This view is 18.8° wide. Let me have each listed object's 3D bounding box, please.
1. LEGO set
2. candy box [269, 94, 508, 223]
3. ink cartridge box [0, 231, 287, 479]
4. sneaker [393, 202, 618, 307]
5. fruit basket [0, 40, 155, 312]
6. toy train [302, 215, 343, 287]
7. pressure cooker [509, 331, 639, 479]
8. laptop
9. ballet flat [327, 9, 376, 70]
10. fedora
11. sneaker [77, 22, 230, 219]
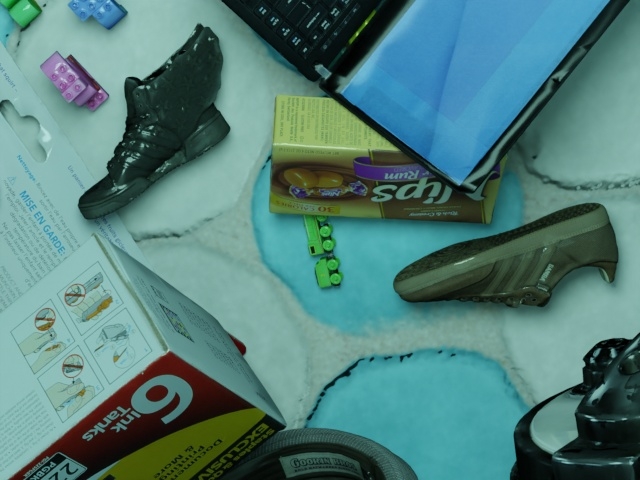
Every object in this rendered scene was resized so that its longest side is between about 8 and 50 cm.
[{"bbox_3d":[-0.232,-0.210,1.539,0.087,0.093,0.227,-42,99,6],"label":"LEGO set"},{"bbox_3d":[0.053,-0.064,1.564,0.187,0.109,0.053,4,60,-2],"label":"candy box"},{"bbox_3d":[-0.198,0.177,1.519,0.309,0.272,0.130,-40,58,7],"label":"ink cartridge box"},{"bbox_3d":[0.157,0.030,1.607,0.188,0.066,0.071,-19,102,3],"label":"sneaker"},{"bbox_3d":[-0.358,0.000,1.553,0.353,0.165,0.327,-39,104,-23],"label":"fruit basket"},{"bbox_3d":[0.000,0.000,1.623,0.024,0.017,0.083,-11,101,12],"label":"toy train"},{"bbox_3d":[0.332,0.244,1.498,0.376,0.370,0.420,-10,98,3],"label":"pressure cooker"},{"bbox_3d":[0.072,-0.211,1.458,0.234,0.136,0.264,-51,126,-2],"label":"laptop"},{"bbox_3d":[0.016,-0.207,1.563,0.077,0.077,0.231,-29,104,-17],"label":"ballet flat"},{"bbox_3d":[-0.036,0.279,1.586,0.275,0.244,0.124,-35,128,-20],"label":"fedora"},{"bbox_3d":[-0.142,-0.096,1.581,0.170,0.051,0.089,-33,106,-6],"label":"sneaker"}]
